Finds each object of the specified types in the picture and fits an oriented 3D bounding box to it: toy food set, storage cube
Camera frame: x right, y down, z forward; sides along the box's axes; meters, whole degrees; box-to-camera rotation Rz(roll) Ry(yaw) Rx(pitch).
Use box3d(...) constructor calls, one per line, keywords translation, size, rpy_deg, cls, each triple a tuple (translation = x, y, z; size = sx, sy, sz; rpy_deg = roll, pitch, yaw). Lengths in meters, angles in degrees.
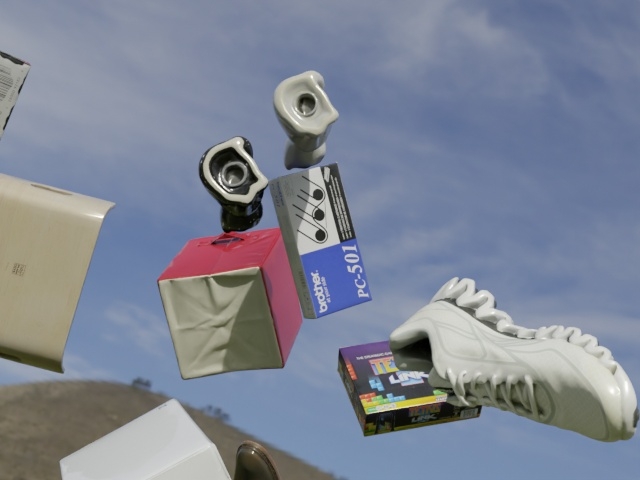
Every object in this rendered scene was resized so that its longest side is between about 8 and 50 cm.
box3d(translation=(-0.496, 0.053, 1.781), size=(0.220, 0.306, 0.092), rpy_deg=(15, -5, 3), cls="toy food set")
box3d(translation=(-0.149, 0.103, 1.784), size=(0.184, 0.193, 0.215), rpy_deg=(-8, -72, 11), cls="storage cube")

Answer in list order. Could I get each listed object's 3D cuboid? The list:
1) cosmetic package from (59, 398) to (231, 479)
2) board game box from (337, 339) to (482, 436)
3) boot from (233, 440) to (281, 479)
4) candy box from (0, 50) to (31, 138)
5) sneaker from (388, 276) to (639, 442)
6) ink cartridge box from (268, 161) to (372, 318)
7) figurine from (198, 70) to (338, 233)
box3d(translation=(-0.128, 0.288, 0.963), size=(0.224, 0.138, 0.224), rpy_deg=(66, -14, -7), cls="cosmetic package")
box3d(translation=(0.124, 0.199, 1.480), size=(0.170, 0.141, 0.048), rpy_deg=(-7, -53, -14), cls="board game box")
box3d(translation=(-0.110, 0.398, 1.508), size=(0.082, 0.106, 0.219), rpy_deg=(13, -58, 25), cls="boot")
box3d(translation=(-0.490, -0.152, 1.381), size=(0.159, 0.233, 0.071), rpy_deg=(24, 3, 40), cls="candy box")
box3d(translation=(0.182, 0.133, 1.033), size=(0.292, 0.118, 0.110), rpy_deg=(24, -49, 53), cls="sneaker")
box3d(translation=(0.000, 0.000, 1.506), size=(0.097, 0.207, 0.046), rpy_deg=(-17, 5, -26), cls="ink cartridge box")
box3d(translation=(-0.065, -0.108, 1.432), size=(0.092, 0.215, 0.209), rpy_deg=(43, -13, 9), cls="figurine")
